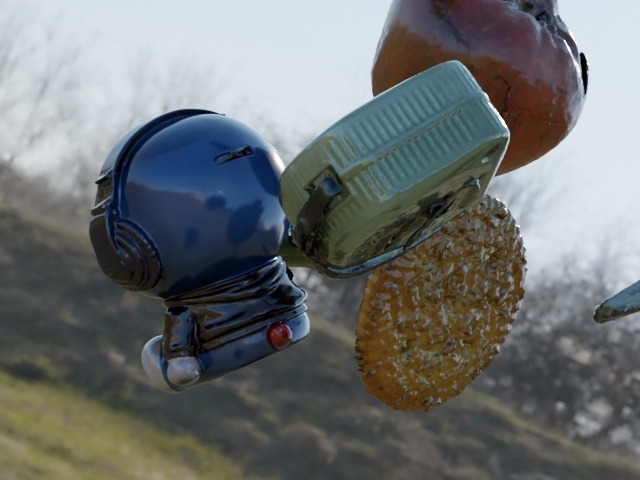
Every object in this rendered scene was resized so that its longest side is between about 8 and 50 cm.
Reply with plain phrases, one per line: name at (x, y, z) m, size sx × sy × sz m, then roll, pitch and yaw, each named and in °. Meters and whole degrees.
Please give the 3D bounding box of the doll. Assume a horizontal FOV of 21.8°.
doll at (-0.136, 0.000, 1.935) m, size 0.284 × 0.309 × 0.240 m, roll -23°, pitch 1°, yaw -42°

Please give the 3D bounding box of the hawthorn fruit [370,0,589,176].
hawthorn fruit at (0.175, -0.186, 2.020) m, size 0.276 × 0.276 × 0.307 m, roll 25°, pitch -48°, yaw -11°

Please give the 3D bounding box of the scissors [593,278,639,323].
scissors at (0.390, 0.044, 1.819) m, size 0.289 × 0.041 × 0.138 m, roll -19°, pitch 56°, yaw -42°

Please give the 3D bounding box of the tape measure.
tape measure at (0.060, -0.040, 1.446) m, size 0.115 × 0.207 × 0.235 m, roll 54°, pitch -11°, yaw 11°

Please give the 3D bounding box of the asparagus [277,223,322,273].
asparagus at (-0.001, 0.000, 2.113) m, size 0.343 × 0.085 × 0.082 m, roll -1°, pitch 9°, yaw -19°

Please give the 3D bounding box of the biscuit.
biscuit at (0.134, 0.068, 1.781) m, size 0.035 × 0.254 × 0.254 m, roll 26°, pitch -3°, yaw 42°
